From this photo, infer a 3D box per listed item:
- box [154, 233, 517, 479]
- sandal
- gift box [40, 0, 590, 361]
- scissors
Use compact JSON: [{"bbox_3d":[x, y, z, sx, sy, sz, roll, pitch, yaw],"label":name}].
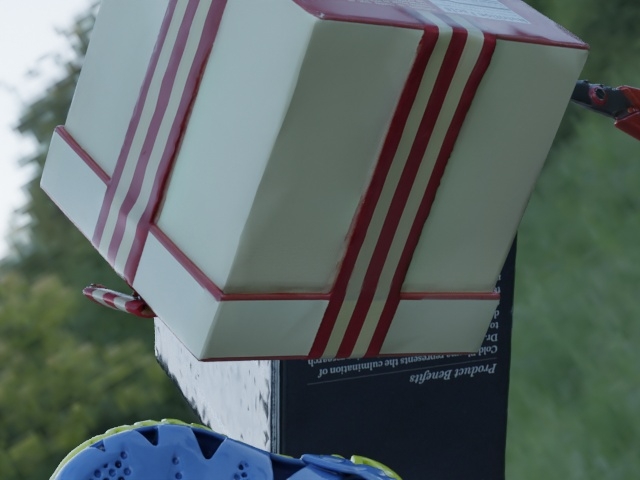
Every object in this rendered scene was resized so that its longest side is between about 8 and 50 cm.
[{"bbox_3d":[0.000,0.000,2.203,0.297,0.472,0.480,-5,21,-20],"label":"box"},{"bbox_3d":[-0.050,0.205,1.423,0.317,0.126,0.138,4,1,-23],"label":"sandal"},{"bbox_3d":[-0.015,-0.070,1.228,0.255,0.276,0.258,4,-64,-34],"label":"gift box"},{"bbox_3d":[0.229,-0.113,1.485,0.021,0.297,0.109,-36,32,55],"label":"scissors"}]
